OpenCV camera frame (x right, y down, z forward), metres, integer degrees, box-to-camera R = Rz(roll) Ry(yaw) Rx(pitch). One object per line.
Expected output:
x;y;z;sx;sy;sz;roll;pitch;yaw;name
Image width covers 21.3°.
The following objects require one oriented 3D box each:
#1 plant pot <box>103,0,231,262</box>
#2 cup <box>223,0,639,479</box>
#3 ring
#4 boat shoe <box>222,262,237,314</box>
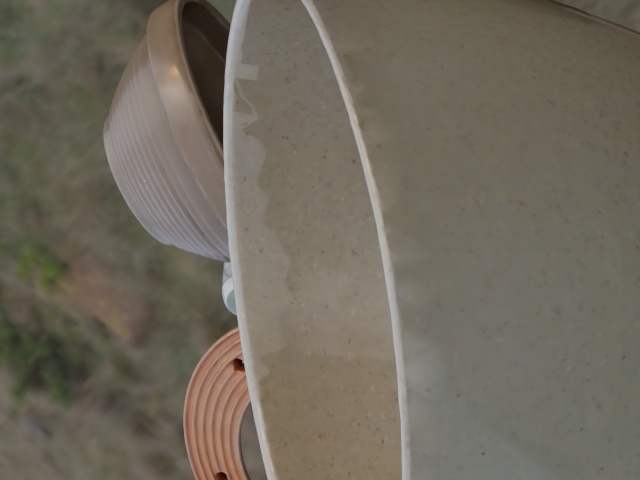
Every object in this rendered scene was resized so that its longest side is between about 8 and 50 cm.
-0.099;-0.071;1.375;0.237;0.110;0.237;57;-163;-28;plant pot
0.101;0.018;0.827;0.331;0.237;0.331;172;90;-77;cup
0.029;0.204;1.511;0.336;0.032;0.336;14;125;21;ring
0.000;0.001;1.737;0.079;0.227;0.081;57;-166;-45;boat shoe
